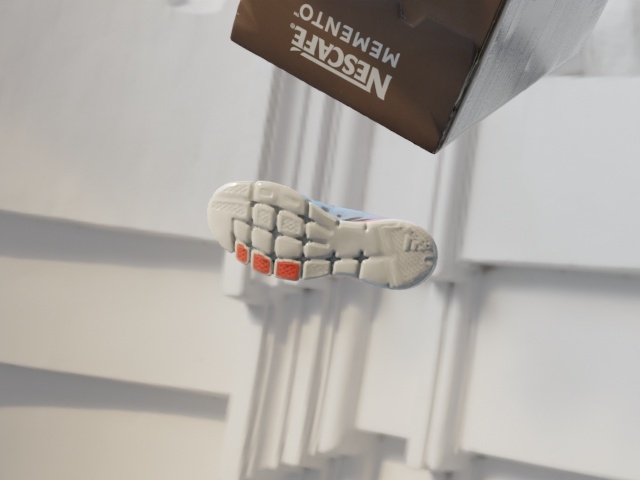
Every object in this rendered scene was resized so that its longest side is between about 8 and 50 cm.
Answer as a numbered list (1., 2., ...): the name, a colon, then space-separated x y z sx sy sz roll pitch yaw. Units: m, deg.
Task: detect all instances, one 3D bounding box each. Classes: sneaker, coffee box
1. sneaker: 0.000 0.000 0.741 0.065 0.158 0.061 -60 -14 -86
2. coffee box: 0.094 -0.189 0.776 0.297 0.168 0.119 -35 -28 -52
